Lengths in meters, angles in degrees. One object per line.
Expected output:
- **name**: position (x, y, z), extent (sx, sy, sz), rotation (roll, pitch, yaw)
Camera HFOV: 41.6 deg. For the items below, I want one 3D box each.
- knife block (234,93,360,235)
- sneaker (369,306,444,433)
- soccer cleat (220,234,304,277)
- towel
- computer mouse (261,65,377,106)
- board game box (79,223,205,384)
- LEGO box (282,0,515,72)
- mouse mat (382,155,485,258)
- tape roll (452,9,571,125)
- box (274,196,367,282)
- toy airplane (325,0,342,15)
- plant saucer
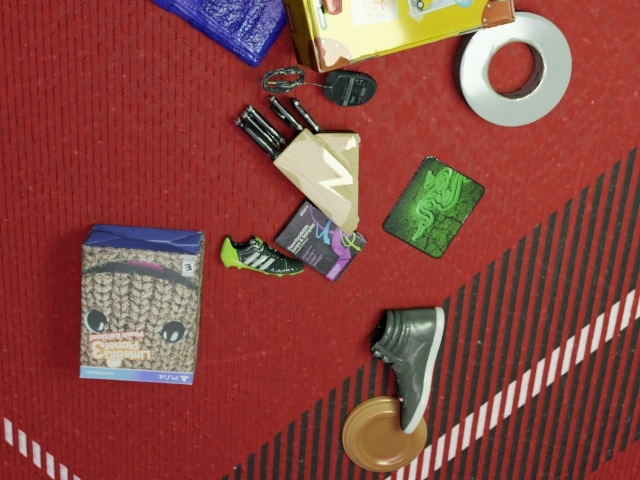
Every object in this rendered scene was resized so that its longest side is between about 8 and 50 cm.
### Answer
- **knife block**: position (-0.047, -0.150, 1.670), extent (0.242, 0.088, 0.275), rotation (-1, 102, -5)
- **sneaker**: position (0.170, 0.277, 1.848), extent (0.147, 0.104, 0.295), rotation (9, 103, -5)
- **soccer cleat**: position (-0.119, 0.031, 1.759), extent (0.179, 0.060, 0.072), rotation (9, 107, -4)
- **towel**: position (-0.185, -0.490, 1.556), extent (0.308, 0.076, 0.227), rotation (32, 105, -14)
- **computer mouse**: position (-0.001, -0.303, 1.625), extent (0.242, 0.041, 0.071), rotation (2, 127, -26)
- **board game box**: position (-0.365, 0.130, 1.733), extent (0.232, 0.141, 0.290), rotation (4, 109, -5)
- **LEGO box**: position (0.096, -0.581, 1.449), extent (0.373, 0.193, 0.499), rotation (-17, 111, -9)
- **mouse mat**: position (0.238, -0.067, 1.776), extent (0.153, 0.007, 0.189), rotation (28, 105, -13)
- **tape roll**: position (0.373, -0.338, 1.652), extent (0.219, 0.072, 0.219), rotation (-1, 109, -4)
- **box**: position (0.000, 0.000, 1.771), extent (0.162, 0.029, 0.116), rotation (34, 104, -13)
- **toy airplane**: position (0.036, -0.445, 1.356), extent (0.151, 0.028, 0.151), rotation (-5, 110, -13)
- **plant saucer**: position (0.148, 0.453, 1.941), extent (0.200, 0.037, 0.199), rotation (-1, 109, -4)
